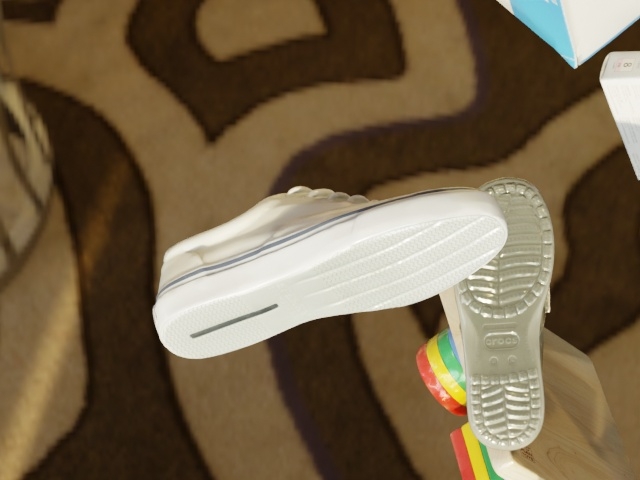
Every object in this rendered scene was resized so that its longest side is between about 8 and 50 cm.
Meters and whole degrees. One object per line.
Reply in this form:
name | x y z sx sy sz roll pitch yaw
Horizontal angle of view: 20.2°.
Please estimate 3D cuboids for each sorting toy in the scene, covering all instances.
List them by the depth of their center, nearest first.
sorting toy | 0.212 0.195 1.877 0.089 0.257 0.255 -38 43 24

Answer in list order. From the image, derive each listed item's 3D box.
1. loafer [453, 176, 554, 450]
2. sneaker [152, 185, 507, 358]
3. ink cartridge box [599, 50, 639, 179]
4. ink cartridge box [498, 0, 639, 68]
loafer | 0.166 0.067 1.662 0.094 0.087 0.251 4 85 2
sneaker | 0.000 0.000 1.253 0.258 0.094 0.091 -16 52 10
ink cartridge box | 0.465 -0.144 2.120 0.232 0.189 0.066 -1 51 27
ink cartridge box | 0.102 -0.244 0.883 0.171 0.168 0.232 -40 58 -7
